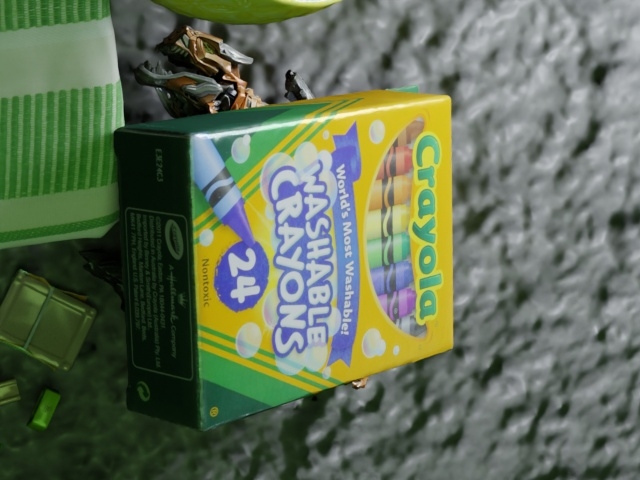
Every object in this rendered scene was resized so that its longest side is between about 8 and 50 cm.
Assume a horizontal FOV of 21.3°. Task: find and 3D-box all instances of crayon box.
[{"bbox_3d":[0.000,0.000,1.251,0.323,0.083,0.203,-14,107,-46],"label":"crayon box"}]

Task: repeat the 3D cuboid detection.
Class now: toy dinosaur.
[{"bbox_3d":[-0.050,-0.006,1.333,0.218,0.164,0.322,-42,96,-17],"label":"toy dinosaur"}]

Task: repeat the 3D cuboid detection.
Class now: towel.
[{"bbox_3d":[-0.257,-0.128,1.105,0.247,0.038,0.325,-8,123,-7],"label":"towel"}]

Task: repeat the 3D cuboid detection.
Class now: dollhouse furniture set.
[{"bbox_3d":[-0.244,0.104,1.368,0.076,0.058,0.152,27,78,-15],"label":"dollhouse furniture set"}]

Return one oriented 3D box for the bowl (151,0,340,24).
[{"bbox_3d":[-0.103,-0.268,1.204,0.156,0.289,0.289,-26,122,40],"label":"bowl"}]
